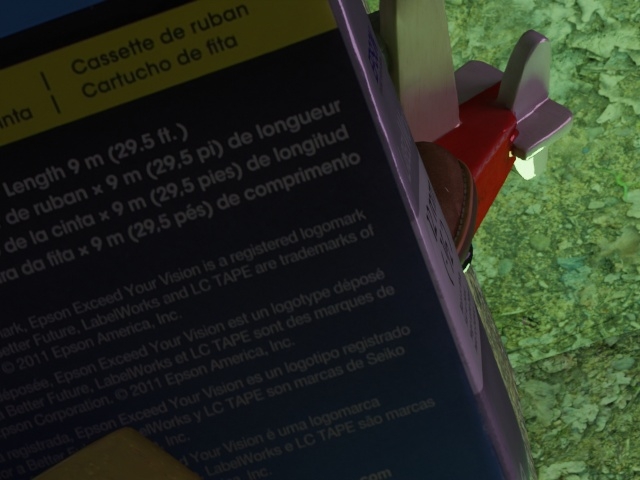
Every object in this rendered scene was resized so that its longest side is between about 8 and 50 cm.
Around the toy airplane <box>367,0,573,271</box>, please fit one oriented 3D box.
[{"bbox_3d":[0.088,-0.072,1.681,0.384,0.272,0.386,5,99,-68],"label":"toy airplane"}]

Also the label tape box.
[{"bbox_3d":[-0.081,0.004,0.648,0.115,0.249,0.348,-80,151,-69],"label":"label tape box"}]

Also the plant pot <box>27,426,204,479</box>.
[{"bbox_3d":[-0.044,0.222,0.548,0.293,0.275,0.275,56,9,4],"label":"plant pot"}]

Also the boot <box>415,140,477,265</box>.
[{"bbox_3d":[0.000,0.000,0.974,0.305,0.112,0.115,-45,119,-46],"label":"boot"}]
